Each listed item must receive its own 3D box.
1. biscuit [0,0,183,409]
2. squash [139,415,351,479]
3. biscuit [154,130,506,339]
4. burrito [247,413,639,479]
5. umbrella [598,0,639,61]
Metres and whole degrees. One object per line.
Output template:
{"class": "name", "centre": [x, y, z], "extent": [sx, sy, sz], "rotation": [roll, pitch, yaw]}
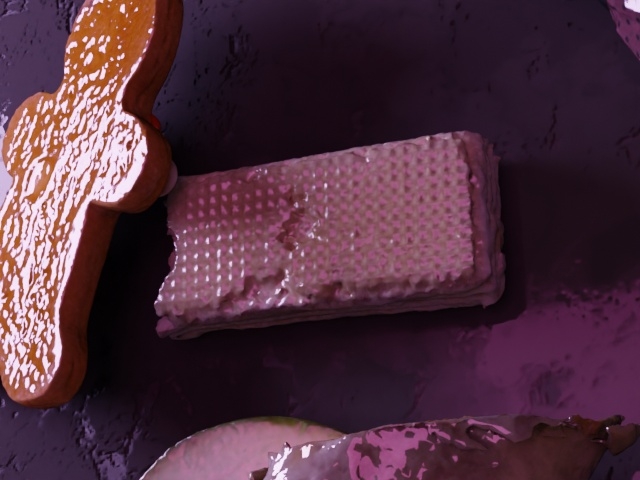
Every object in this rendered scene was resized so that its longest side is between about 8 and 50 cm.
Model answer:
{"class": "biscuit", "centre": [-0.167, -0.042, 0.871], "extent": [0.205, 0.049, 0.323], "rotation": [12, 85, 50]}
{"class": "squash", "centre": [-0.028, 0.218, 0.771], "extent": [0.219, 0.041, 0.219], "rotation": [-5, 74, 18]}
{"class": "biscuit", "centre": [0.000, 0.000, 0.808], "extent": [0.239, 0.062, 0.108], "rotation": [-8, 71, 22]}
{"class": "burrito", "centre": [0.013, 0.205, 0.686], "extent": [0.175, 0.107, 0.347], "rotation": [31, 89, 10]}
{"class": "umbrella", "centre": [0.206, -0.155, 0.753], "extent": [0.090, 0.094, 0.326], "rotation": [-20, 55, -32]}
